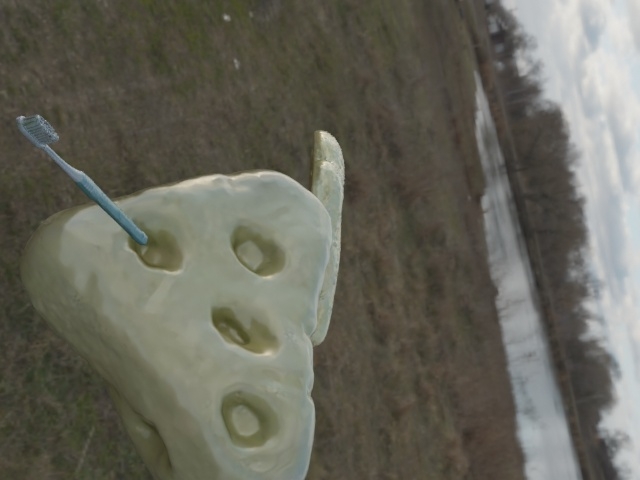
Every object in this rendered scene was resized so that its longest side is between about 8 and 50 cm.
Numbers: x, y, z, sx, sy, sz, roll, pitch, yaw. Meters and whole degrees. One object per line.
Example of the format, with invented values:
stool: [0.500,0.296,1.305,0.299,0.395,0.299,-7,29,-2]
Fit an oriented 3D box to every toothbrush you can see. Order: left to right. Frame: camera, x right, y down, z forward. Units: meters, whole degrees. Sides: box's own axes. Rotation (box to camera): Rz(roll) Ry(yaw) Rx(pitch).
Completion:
toothbrush: [-0.149,-0.035,0.515,0.167,0.014,0.011,63,16,-62]

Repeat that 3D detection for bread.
bread: [0.000,0.000,1.114,0.316,0.054,0.316,-176,-90,-89]

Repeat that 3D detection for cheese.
cheese: [-0.077,0.077,0.806,0.328,0.129,0.351,-31,77,-42]
